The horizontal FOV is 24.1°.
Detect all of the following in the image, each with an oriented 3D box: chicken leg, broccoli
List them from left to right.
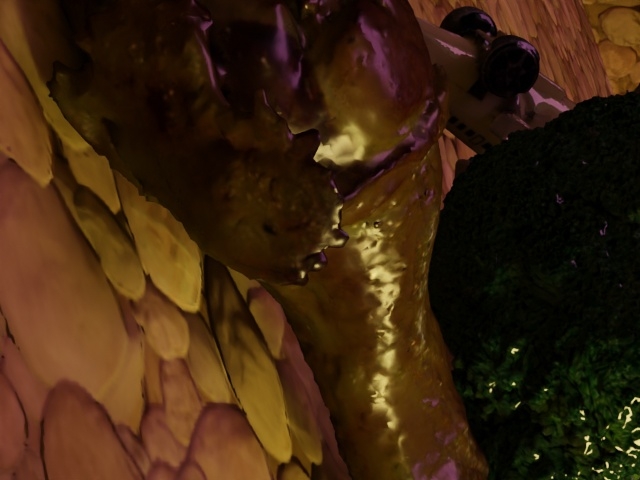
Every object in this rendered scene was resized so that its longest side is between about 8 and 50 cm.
[{"bbox_3d":[0.003,-0.008,0.625,0.361,0.140,0.211,65,10,-3],"label":"chicken leg"},{"bbox_3d":[0.179,0.066,0.823,0.297,0.297,0.297,46,24,-13],"label":"broccoli"}]

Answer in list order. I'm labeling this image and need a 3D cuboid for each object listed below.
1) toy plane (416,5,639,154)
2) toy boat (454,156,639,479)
[{"bbox_3d":[0.121,-0.090,1.003,0.256,0.104,0.242,18,14,-24],"label":"toy plane"},{"bbox_3d":[0.140,0.066,1.028,0.129,0.088,0.295,111,-32,-57],"label":"toy boat"}]
